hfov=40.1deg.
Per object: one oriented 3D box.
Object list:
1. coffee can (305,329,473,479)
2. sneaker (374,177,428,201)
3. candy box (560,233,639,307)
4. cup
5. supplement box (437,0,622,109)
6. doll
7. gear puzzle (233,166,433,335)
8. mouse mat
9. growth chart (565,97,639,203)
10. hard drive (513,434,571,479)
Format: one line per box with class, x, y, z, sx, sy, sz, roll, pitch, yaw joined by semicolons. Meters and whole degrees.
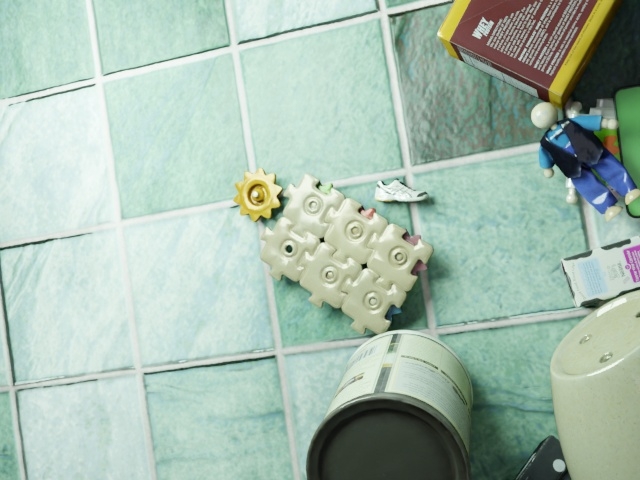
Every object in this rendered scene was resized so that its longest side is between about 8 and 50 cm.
coffee can;0.106;0.256;1.192;0.202;0.275;0.201;2;102;10
sneaker;0.123;-0.077;1.337;0.083;0.032;0.036;3;90;15
candy box;0.447;0.024;1.177;0.234;0.159;0.071;-19;82;14
cup;0.418;0.200;1.064;0.331;0.331;0.237;-37;98;12
supplement box;0.301;-0.320;1.239;0.194;0.129;0.191;29;97;14
doll;0.369;-0.122;1.231;0.189;0.046;0.129;49;124;9
gear puzzle;0.000;0.000;1.370;0.339;0.044;0.175;32;99;17
mouse mat;0.496;-0.131;1.223;0.153;0.007;0.189;-6;90;16
growth chart;0.466;-0.134;1.247;0.237;0.021;0.171;-6;89;16
hard drive;0.381;0.463;1.187;0.339;0.064;0.237;37;68;14
